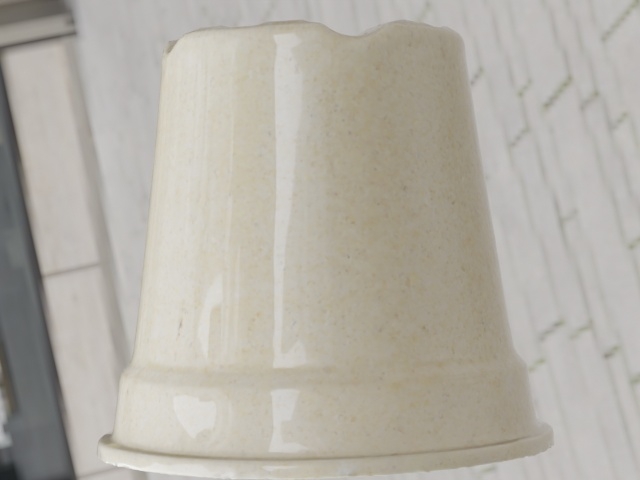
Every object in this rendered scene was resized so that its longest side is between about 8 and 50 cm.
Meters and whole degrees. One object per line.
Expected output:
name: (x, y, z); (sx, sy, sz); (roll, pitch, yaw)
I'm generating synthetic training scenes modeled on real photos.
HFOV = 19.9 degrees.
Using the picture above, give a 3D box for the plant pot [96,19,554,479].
plant pot: (0.000, 0.000, 1.336); (0.334, 0.334, 0.305); (-176, 85, -76)
